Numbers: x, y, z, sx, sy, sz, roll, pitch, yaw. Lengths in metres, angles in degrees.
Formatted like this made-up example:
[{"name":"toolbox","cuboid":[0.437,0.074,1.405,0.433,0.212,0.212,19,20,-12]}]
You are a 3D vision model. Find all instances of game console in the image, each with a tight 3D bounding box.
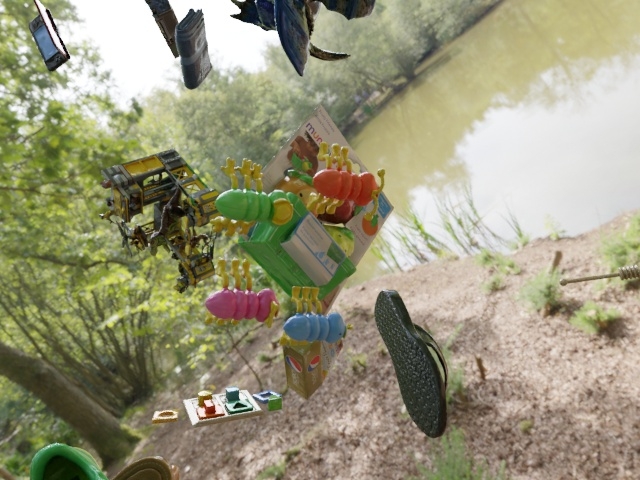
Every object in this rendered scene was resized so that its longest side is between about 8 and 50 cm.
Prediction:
[{"name":"game console","cuboid":[-0.734,-0.541,1.273,0.124,0.144,0.085,-22,3,23]}]

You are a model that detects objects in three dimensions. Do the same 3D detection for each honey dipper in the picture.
[{"name":"honey dipper","cuboid":[0.624,0.083,1.085,0.160,0.030,0.030,-12,21,20]}]

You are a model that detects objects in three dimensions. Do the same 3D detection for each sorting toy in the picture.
[{"name":"sorting toy","cuboid":[-0.262,0.429,1.274,0.347,0.047,0.196,-3,2,-24]}]

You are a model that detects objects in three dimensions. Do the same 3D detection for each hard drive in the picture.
[{"name":"hard drive","cuboid":[-0.485,-0.716,1.354,0.064,0.339,0.237,-27,-4,-5]}]

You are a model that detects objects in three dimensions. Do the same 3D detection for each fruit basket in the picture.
[{"name":"fruit basket","cuboid":[0.008,-0.061,1.041,0.353,0.327,0.165,-51,29,-22]}]

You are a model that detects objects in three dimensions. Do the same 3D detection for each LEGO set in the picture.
[{"name":"LEGO set","cuboid":[-0.355,-0.025,1.043,0.192,0.255,0.331,-27,-18,-34]}]

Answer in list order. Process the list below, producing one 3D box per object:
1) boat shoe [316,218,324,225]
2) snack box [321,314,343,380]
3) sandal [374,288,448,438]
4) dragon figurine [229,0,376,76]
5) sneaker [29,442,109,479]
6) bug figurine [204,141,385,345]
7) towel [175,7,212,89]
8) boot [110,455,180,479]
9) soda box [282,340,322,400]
[{"name":"boat shoe","cuboid":[0.000,0.000,1.658,0.070,0.219,0.078,-7,17,-1]},{"name":"snack box","cuboid":[0.005,0.261,1.173,0.037,0.100,0.141,-5,25,28]},{"name":"sandal","cuboid":[0.262,0.301,1.292,0.446,0.107,0.167,-107,26,-47]},{"name":"dragon figurine","cuboid":[-0.016,-0.190,0.366,0.085,0.144,0.289,-42,-29,0]},{"name":"sneaker","cuboid":[-0.256,0.358,0.537,0.109,0.295,0.123,-32,-27,-30]},{"name":"bug figurine","cuboid":[-0.031,0.021,0.583,0.072,0.216,0.279,36,119,57]},{"name":"towel","cuboid":[-0.201,-0.301,0.769,0.119,0.029,0.067,105,-173,-62]},{"name":"boot","cuboid":[-0.289,0.452,0.834,0.220,0.109,0.283,-15,-53,-77]},{"name":"soda box","cuboid":[-0.036,0.262,1.031,0.058,0.061,0.181,-41,-34,-33]}]
